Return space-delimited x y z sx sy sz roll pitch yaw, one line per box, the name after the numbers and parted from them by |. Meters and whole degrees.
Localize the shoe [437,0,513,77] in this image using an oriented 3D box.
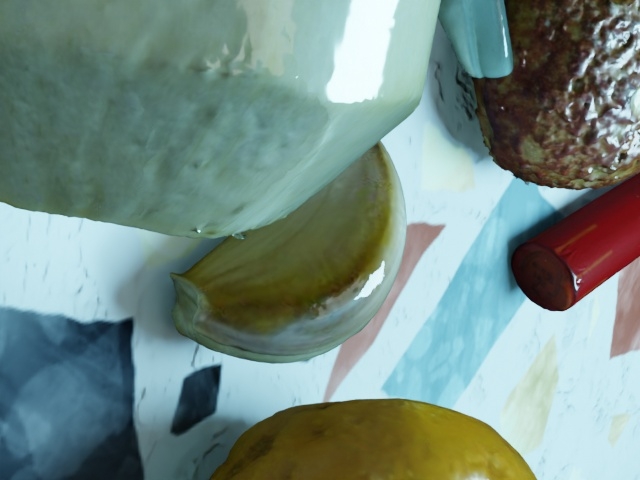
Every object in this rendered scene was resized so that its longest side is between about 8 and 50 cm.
0.063 -0.221 0.866 0.100 0.103 0.251 -20 109 5 | shoe

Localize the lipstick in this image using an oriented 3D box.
0.284 -0.015 1.186 0.280 0.073 0.073 -27 121 -40 | lipstick

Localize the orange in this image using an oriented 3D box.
0.036 0.225 0.841 0.261 0.261 0.261 -18 115 -44 | orange

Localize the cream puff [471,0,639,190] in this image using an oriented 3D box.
0.221 -0.154 1.008 0.240 0.164 0.240 -10 104 -44 | cream puff

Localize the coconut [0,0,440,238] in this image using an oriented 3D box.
-0.077 -0.165 0.568 0.323 0.323 0.322 -18 115 -44 | coconut

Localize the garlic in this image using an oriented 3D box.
-0.003 0.003 0.851 0.115 0.128 0.206 79 34 -61 | garlic
